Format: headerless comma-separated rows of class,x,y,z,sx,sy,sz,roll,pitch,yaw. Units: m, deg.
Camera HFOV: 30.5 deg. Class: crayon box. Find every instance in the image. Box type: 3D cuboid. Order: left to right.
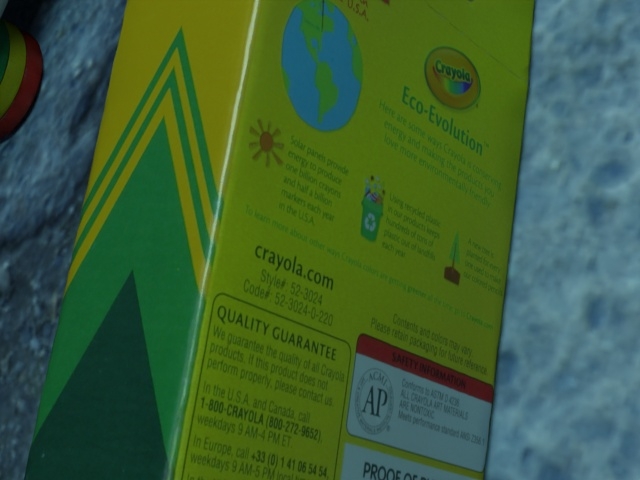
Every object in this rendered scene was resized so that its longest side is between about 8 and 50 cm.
crayon box,0.000,0.000,0.499,0.081,0.202,0.318,-2,71,39

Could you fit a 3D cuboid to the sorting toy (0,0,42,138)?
sorting toy,-0.278,-0.194,0.873,0.257,0.089,0.255,22,88,42
